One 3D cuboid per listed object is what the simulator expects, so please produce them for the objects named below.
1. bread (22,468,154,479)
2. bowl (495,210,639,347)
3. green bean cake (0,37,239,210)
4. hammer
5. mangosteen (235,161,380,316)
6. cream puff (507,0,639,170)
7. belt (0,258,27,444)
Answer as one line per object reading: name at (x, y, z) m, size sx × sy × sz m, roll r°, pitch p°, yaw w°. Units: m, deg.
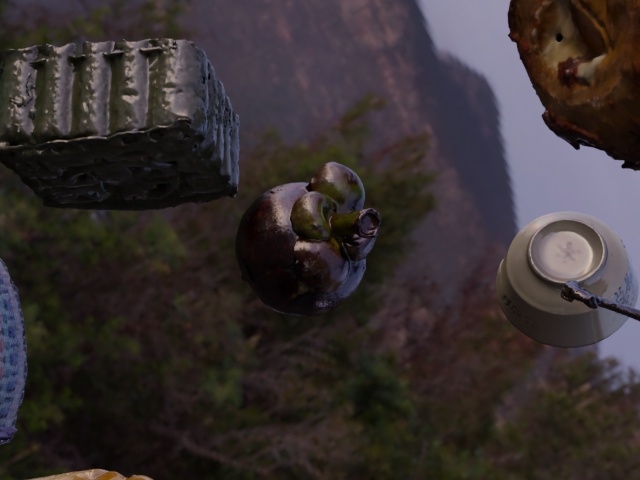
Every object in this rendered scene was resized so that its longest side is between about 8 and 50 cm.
bread at (-0.273, 0.288, 1.254) m, size 0.173 × 0.311 × 0.121 m, roll -89°, pitch 170°, yaw -70°
bowl at (0.406, 0.048, 2.406) m, size 0.126 × 0.238 × 0.237 m, roll 73°, pitch -9°, yaw -59°
green bean cake at (-0.221, -0.117, 1.619) m, size 0.255 × 0.241 × 0.132 m, roll 70°, pitch 15°, yaw -70°
hammer at (0.464, 0.115, 2.008) m, size 0.297 × 0.027 × 0.125 m, roll 19°, pitch 8°, yaw -16°
mangosteen at (-0.009, 0.000, 1.702) m, size 0.172 × 0.184 × 0.172 m, roll 41°, pitch 14°, yaw -13°
cream puff at (0.373, -0.249, 1.704) m, size 0.350 × 0.229 × 0.350 m, roll 35°, pitch -49°, yaw 52°
belt at (-0.508, 0.133, 1.915) m, size 0.160 × 0.207 × 0.294 m, roll 13°, pitch 69°, yaw -76°
